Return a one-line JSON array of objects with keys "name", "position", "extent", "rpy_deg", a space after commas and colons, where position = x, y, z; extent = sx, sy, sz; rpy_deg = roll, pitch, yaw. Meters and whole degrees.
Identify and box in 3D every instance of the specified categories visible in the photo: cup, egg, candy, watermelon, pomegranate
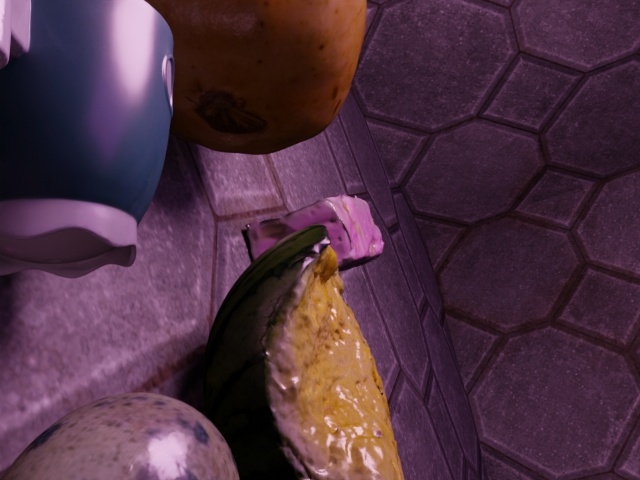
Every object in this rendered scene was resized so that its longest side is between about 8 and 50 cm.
[{"name": "cup", "position": [-0.184, -0.068, 0.440], "extent": [0.299, 0.168, 0.173], "rpy_deg": [109, -25, -73]}, {"name": "egg", "position": [-0.123, 0.170, 0.375], "extent": [0.141, 0.141, 0.182], "rpy_deg": [68, 21, -6]}, {"name": "candy", "position": [0.000, 0.000, 1.010], "extent": [0.265, 0.156, 0.115], "rpy_deg": [-3, 77, -74]}, {"name": "watermelon", "position": [-0.024, 0.160, 0.665], "extent": [0.331, 0.189, 0.330], "rpy_deg": [-12, 90, -88]}, {"name": "pomegranate", "position": [-0.095, -0.265, 0.723], "extent": [0.332, 0.333, 0.332], "rpy_deg": [-20, 90, -75]}]
